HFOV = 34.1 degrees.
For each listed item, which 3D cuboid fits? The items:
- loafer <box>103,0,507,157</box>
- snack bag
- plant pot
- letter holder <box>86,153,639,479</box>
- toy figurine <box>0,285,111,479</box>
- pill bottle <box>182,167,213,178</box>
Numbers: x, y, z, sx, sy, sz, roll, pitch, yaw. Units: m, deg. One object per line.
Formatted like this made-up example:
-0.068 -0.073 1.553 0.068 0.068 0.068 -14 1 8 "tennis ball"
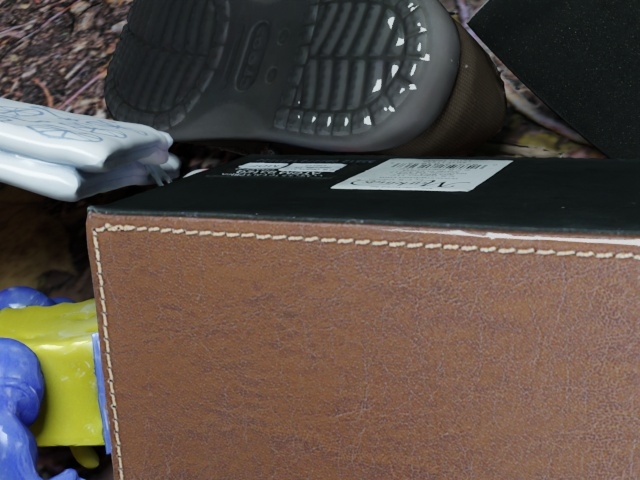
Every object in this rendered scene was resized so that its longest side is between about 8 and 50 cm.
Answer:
-0.025 -0.103 0.705 0.366 0.130 0.133 24 92 49 "loafer"
-0.238 -0.083 0.587 0.323 0.037 0.342 15 5 0 "snack bag"
0.221 -0.119 0.532 0.187 0.167 0.188 -33 0 -18 "plant pot"
0.079 0.080 0.439 0.302 0.214 0.152 2 14 22 "letter holder"
-0.147 0.041 0.504 0.217 0.191 0.362 0 8 -8 "toy figurine"
0.000 0.000 0.585 0.160 0.087 0.087 -1 44 21 "pill bottle"
